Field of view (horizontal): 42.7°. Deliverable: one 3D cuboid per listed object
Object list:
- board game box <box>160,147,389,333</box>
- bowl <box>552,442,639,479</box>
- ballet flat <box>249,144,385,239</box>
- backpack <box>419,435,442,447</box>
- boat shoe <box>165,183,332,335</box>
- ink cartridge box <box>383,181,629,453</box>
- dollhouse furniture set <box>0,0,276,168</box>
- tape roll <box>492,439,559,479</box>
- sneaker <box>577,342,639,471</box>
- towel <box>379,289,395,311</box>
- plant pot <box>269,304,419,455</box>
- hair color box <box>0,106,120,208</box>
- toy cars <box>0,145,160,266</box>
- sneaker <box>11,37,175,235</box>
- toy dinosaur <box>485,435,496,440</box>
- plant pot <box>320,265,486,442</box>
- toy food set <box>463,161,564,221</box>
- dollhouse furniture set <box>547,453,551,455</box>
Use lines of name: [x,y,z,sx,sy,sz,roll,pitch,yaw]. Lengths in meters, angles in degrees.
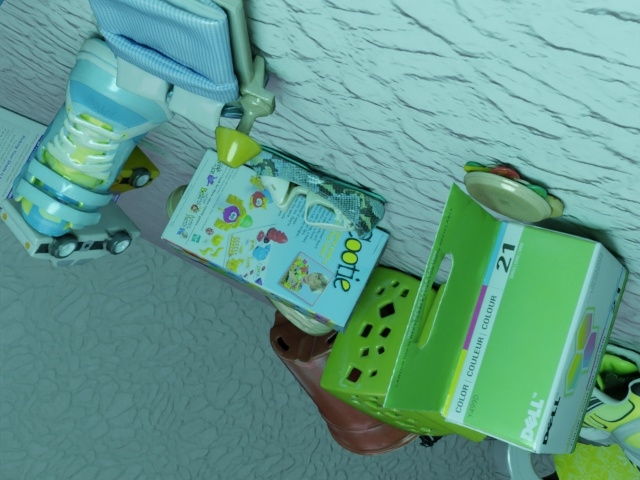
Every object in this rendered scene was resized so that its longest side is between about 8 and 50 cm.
board game box: [-0.059,0.006,1.159,0.275,0.144,0.142,26,171,6]
bowl: [0.560,0.387,1.414,0.289,0.289,0.156,29,129,-16]
ballet flat: [-0.017,-0.055,0.968,0.188,0.070,0.070,23,170,17]
backpack: [0.215,0.302,1.808,0.253,0.191,0.225,47,175,12]
boat shoe: [-0.086,0.011,1.298,0.341,0.121,0.110,36,138,-8]
ink cartridge box: [0.168,0.079,0.698,0.097,0.188,0.255,16,176,32]
dollhouse furniture set: [-0.193,-0.138,0.593,0.303,0.198,0.286,26,171,2]
tape roll: [0.571,0.544,2.061,0.246,0.246,0.169,26,170,3]
sneaker: [0.404,0.204,1.144,0.147,0.145,0.385,60,166,-8]
towel: [0.059,0.113,1.728,0.243,0.040,0.336,35,167,-37]
plant pot: [0.060,0.207,1.500,0.272,0.272,0.265,15,151,49]
hair color box: [-0.568,-0.133,1.629,0.339,0.185,0.110,23,170,21]
toy cars: [-0.345,-0.055,1.180,0.176,0.087,0.393,29,-157,-17]
sneaker: [-0.269,-0.101,0.947,0.127,0.208,0.319,30,169,-13]
toy dinosaur: [0.411,0.323,1.638,0.322,0.164,0.218,46,158,13]
plant pot: [0.174,0.189,1.311,0.228,0.227,0.207,33,162,-33]
toy food set: [0.162,-0.041,0.703,0.083,0.020,0.082,16,166,48]
dollhouse furniture set: [0.464,0.406,1.944,0.129,0.129,0.184,33,167,-35]
